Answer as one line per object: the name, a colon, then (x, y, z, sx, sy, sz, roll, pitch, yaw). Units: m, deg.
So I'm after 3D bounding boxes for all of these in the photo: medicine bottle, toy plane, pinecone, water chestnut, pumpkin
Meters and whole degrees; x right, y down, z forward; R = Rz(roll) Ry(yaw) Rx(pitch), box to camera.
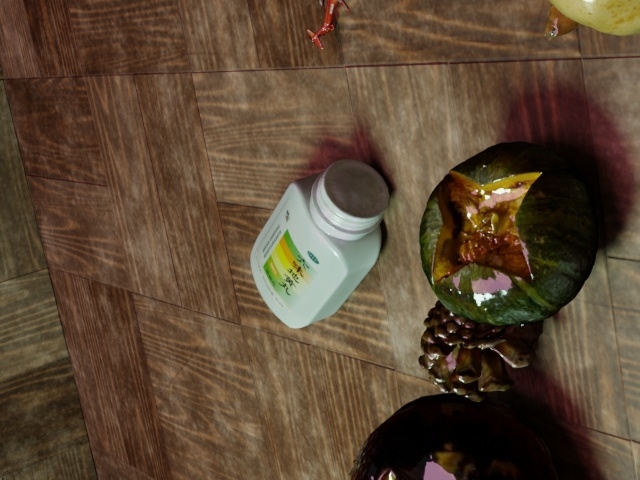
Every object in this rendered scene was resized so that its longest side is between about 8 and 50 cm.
medicine bottle: (0.000, 0.000, 1.991, 0.179, 0.124, 0.324, 61, 146, 17)
toy plane: (0.026, -0.360, 1.811, 0.126, 0.077, 0.194, 44, 147, 43)
pinecone: (0.213, 0.131, 1.681, 0.150, 0.179, 0.195, 31, 146, 6)
water chestnut: (0.184, 0.380, 1.703, 0.335, 0.347, 0.335, 0, 89, 15)
pumpkin: (0.237, -0.004, 1.549, 0.238, 0.159, 0.238, -8, 78, 41)

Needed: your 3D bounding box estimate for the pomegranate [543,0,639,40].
pomegranate: (0.313, -0.313, 1.279, 0.207, 0.207, 0.207, 33, 132, 46)
